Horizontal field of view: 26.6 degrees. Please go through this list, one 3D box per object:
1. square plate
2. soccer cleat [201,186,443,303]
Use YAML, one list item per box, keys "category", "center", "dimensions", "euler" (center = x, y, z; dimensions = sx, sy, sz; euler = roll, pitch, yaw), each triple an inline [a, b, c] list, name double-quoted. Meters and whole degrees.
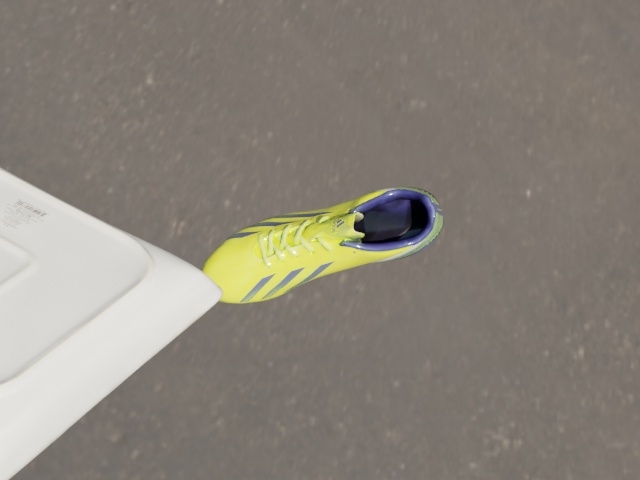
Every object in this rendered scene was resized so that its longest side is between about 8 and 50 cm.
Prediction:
- category: "square plate"
  center: [-0.310, 0.033, 1.149]
  dimensions: [0.347, 0.344, 0.049]
  euler: [26, 126, 17]
- category: "soccer cleat"
  center: [0.000, -0.001, 1.550]
  dimensions: [0.289, 0.121, 0.093]
  euler: [-16, 82, -4]
